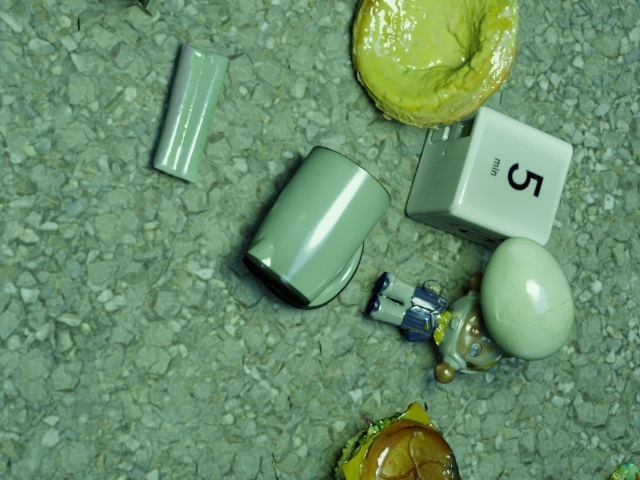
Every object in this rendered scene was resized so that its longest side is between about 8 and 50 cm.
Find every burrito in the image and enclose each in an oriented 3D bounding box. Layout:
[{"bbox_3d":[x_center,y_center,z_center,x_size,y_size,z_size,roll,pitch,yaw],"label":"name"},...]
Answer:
[{"bbox_3d":[0.674,0.541,1.855,0.104,0.054,0.288,-41,102,-18],"label":"burrito"}]

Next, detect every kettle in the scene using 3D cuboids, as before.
[{"bbox_3d":[0.000,0.000,1.556,0.236,0.161,0.221,-55,138,-12],"label":"kettle"}]

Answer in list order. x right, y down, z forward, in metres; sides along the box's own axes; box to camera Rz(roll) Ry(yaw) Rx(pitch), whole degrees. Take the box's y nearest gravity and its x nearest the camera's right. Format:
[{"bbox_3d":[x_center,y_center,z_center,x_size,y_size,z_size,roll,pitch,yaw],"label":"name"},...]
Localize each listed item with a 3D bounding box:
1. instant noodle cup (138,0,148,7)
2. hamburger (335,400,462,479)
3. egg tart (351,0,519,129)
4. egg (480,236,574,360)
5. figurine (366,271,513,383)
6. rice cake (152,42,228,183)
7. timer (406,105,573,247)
[{"bbox_3d":[-0.323,-0.488,1.404,0.207,0.217,0.218,20,83,-13],"label":"instant noodle cup"},{"bbox_3d":[0.131,0.408,1.596,0.261,0.138,0.243,-28,95,-30],"label":"hamburger"},{"bbox_3d":[0.201,-0.345,1.601,0.120,0.314,0.315,1,89,-64],"label":"egg tart"},{"bbox_3d":[0.340,0.097,1.547,0.151,0.151,0.209,-18,100,-20],"label":"egg"},{"bbox_3d":[0.213,0.153,1.648,0.274,0.133,0.194,1,86,-11],"label":"figurine"},{"bbox_3d":[-0.215,-0.207,1.525,0.080,0.042,0.222,16,85,-21],"label":"rice cake"},{"bbox_3d":[0.293,-0.105,1.636,0.194,0.192,0.194,21,82,-19],"label":"timer"}]
